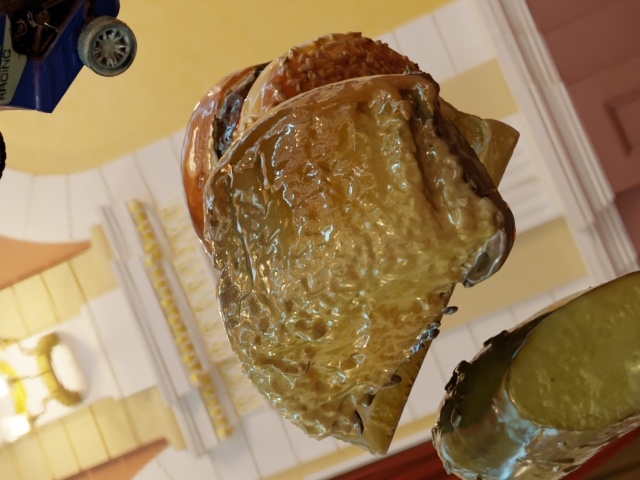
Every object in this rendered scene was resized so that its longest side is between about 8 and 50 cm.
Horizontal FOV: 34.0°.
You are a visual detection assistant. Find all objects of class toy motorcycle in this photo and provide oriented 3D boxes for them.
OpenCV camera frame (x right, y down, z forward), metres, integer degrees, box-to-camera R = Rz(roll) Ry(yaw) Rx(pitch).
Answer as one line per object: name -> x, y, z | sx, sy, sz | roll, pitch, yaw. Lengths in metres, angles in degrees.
toy motorcycle -> -0.224, -0.170, 0.730 | 0.113, 0.315, 0.169 | 33, 178, 43

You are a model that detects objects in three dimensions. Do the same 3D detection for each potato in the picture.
potato -> 0.223, 0.122, 0.939 | 0.141, 0.298, 0.176 | 52, -155, 10

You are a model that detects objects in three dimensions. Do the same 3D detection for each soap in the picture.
soap -> 0.079, 0.038, 0.979 | 0.199, 0.091, 0.315 | 65, -133, -82

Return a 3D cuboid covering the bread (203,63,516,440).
bread -> 0.000, 0.000, 0.745 | 0.162, 0.262, 0.204 | 8, -136, -26

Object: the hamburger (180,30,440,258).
hamburger -> 0.004, -0.089, 1.321 | 0.330, 0.250, 0.330 | 10, -106, -38
